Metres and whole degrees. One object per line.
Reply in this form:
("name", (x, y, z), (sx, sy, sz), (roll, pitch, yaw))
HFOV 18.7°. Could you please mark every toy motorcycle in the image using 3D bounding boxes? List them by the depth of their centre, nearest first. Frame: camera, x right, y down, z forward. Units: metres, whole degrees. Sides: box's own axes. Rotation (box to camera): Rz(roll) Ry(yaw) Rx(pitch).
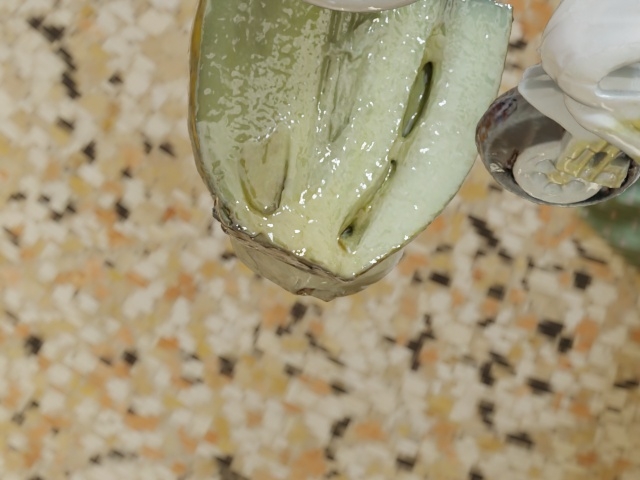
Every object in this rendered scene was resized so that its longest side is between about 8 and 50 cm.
("toy motorcycle", (0.162, -0.058, 0.670), (0.228, 0.074, 0.151), (1, 143, 14))

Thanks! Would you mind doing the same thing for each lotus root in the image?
("lotus root", (0.007, -0.096, 1.674), (0.267, 0.149, 0.260), (10, 86, -13))

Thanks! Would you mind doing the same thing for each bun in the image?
("bun", (0.000, 0.000, 1.844), (0.166, 0.113, 0.173), (13, 168, -36))

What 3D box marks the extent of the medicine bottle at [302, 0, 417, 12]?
("medicine bottle", (0.051, -0.313, 1.448), (0.208, 0.340, 0.208), (4, 114, 10))
